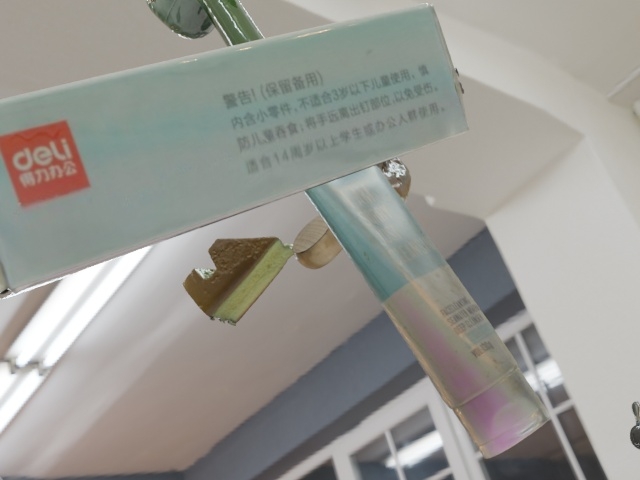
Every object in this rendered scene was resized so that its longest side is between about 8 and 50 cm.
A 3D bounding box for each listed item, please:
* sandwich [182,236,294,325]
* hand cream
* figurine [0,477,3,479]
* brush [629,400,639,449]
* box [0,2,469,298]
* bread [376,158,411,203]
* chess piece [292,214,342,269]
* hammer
[{"bbox_3d":[-0.162,0.054,1.600,0.236,0.128,0.122,-48,-22,17],"label":"sandwich"},{"bbox_3d":[0.087,0.037,0.693,0.111,0.312,0.070,-22,-16,-45],"label":"hand cream"},{"bbox_3d":[-0.472,0.368,0.800,0.196,0.323,0.320,20,-31,9],"label":"figurine"},{"bbox_3d":[0.352,0.203,0.857,0.024,0.083,0.008,-9,-69,21],"label":"brush"},{"bbox_3d":[-0.062,-0.050,0.415,0.269,0.079,0.135,-22,7,-29],"label":"box"},{"bbox_3d":[0.062,-0.125,1.332,0.192,0.210,0.110,39,-71,-5],"label":"bread"},{"bbox_3d":[0.000,0.000,1.059,0.083,0.084,0.038,-36,-68,26],"label":"chess piece"},{"bbox_3d":[-0.125,-0.322,1.086,0.119,0.335,0.206,3,-44,-43],"label":"hammer"}]
